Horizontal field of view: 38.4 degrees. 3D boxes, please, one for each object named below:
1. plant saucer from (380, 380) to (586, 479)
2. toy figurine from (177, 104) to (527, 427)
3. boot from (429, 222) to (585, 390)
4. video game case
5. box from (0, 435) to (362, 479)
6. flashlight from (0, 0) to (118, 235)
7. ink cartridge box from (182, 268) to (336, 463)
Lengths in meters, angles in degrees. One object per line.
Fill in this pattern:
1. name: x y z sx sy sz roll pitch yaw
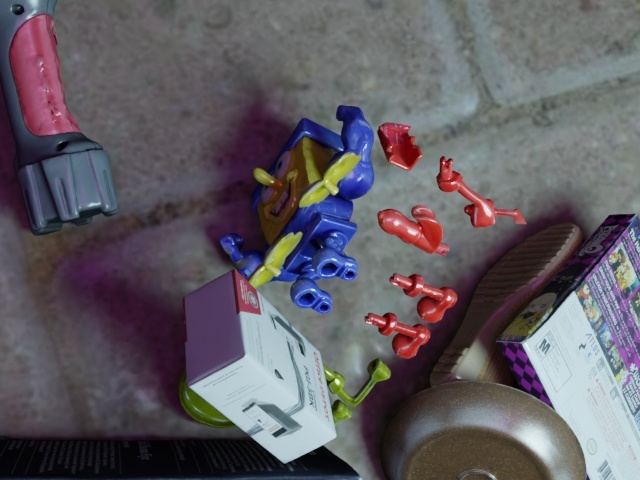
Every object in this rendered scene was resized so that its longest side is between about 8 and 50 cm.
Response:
1. plant saucer: 0.152 0.225 0.881 0.199 0.036 0.198 7 120 11
2. toy figurine: 0.000 0.000 0.884 0.191 0.217 0.362 18 126 -25
3. boot: 0.239 0.129 0.964 0.207 0.090 0.248 46 73 -20
4. video game case: 0.292 0.125 0.922 0.210 0.042 0.232 -42 113 -28
5. box: -0.139 0.352 0.788 0.313 0.179 0.343 2 88 -14
6. flashlight: -0.253 -0.166 0.849 0.103 0.103 0.303 -15 88 -17
7. ink cartridge box: -0.049 0.104 0.752 0.056 0.099 0.135 -29 131 15
